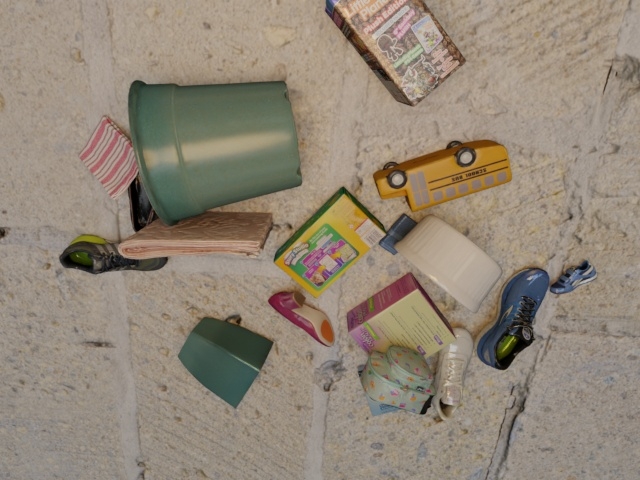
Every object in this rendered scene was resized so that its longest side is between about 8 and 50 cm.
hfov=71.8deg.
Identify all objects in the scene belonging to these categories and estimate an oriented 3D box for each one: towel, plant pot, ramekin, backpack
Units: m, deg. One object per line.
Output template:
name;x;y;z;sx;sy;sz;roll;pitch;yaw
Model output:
towel;0.226;-0.018;1.274;0.067;0.029;0.119;35;108;-12
plant pot;-0.298;0.352;1.358;0.234;0.165;0.165;32;108;-2
towel;-0.288;-0.019;1.121;0.317;0.332;0.053;1;104;0
plant pot;-0.226;-0.227;1.060;0.334;0.341;0.340;-9;111;-4
ramekin;0.342;0.053;1.175;0.277;0.277;0.135;38;97;-13
towel;-0.555;-0.219;1.163;0.197;0.029;0.144;46;106;16
backpack;0.212;0.379;1.227;0.189;0.166;0.144;11;109;-7

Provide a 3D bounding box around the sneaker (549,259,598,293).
sneaker;0.739;0.108;1.303;0.144;0.053;0.059;-29;109;2

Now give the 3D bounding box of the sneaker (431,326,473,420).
sneaker;0.418;0.418;1.374;0.114;0.152;0.304;7;110;-1

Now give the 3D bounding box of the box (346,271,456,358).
box;0.239;0.258;1.333;0.243;0.117;0.213;-36;107;13

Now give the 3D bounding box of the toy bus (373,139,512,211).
toy bus;0.315;-0.173;1.172;0.333;0.108;0.130;-18;111;7

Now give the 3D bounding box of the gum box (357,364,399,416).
gum box;0.222;0.481;1.459;0.157;0.041;0.184;-16;111;7

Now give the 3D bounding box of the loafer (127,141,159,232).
loafer;-0.467;-0.160;1.194;0.109;0.095;0.302;8;111;-1

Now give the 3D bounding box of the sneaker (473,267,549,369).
sneaker;0.584;0.237;1.291;0.130;0.147;0.329;23;96;-9

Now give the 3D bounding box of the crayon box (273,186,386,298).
crayon box;0.023;0.008;1.227;0.165;0.081;0.278;42;105;-15

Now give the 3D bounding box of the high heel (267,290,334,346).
high heel;-0.057;0.250;1.370;0.117;0.082;0.244;-16;127;38

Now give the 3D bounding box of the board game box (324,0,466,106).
board game box;0.156;-0.465;0.996;0.141;0.232;0.291;-40;106;13

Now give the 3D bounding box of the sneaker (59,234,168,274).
sneaker;-0.591;0.055;1.264;0.300;0.121;0.111;0;111;1
